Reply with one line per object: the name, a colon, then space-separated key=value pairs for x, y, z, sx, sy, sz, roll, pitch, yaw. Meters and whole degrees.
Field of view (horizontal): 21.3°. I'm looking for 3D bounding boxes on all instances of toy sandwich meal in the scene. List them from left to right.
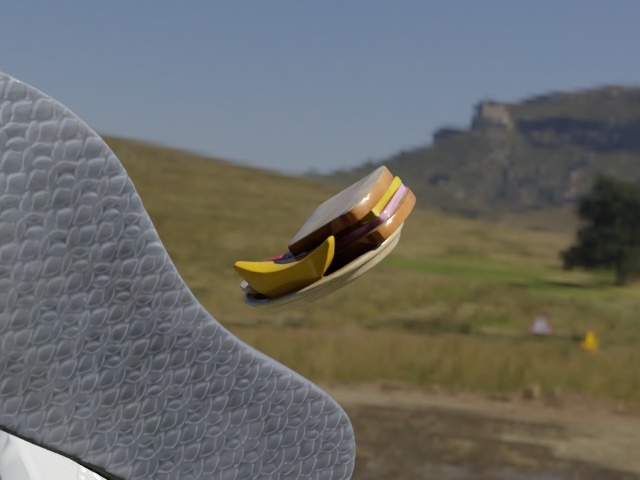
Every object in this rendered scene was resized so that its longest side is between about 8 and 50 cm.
toy sandwich meal: x=0.000 y=0.000 z=0.722 sx=0.086 sy=0.029 sz=0.085 roll=-27 pitch=13 yaw=7

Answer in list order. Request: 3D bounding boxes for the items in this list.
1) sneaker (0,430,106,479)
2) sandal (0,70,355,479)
sneaker: x=-0.156 y=0.216 z=0.887 sx=0.094 sy=0.151 sz=0.256 roll=24 pitch=28 yaw=-40
sandal: x=-0.083 y=0.036 z=0.596 sx=0.054 sy=0.097 sz=0.254 roll=16 pitch=-27 yaw=47
